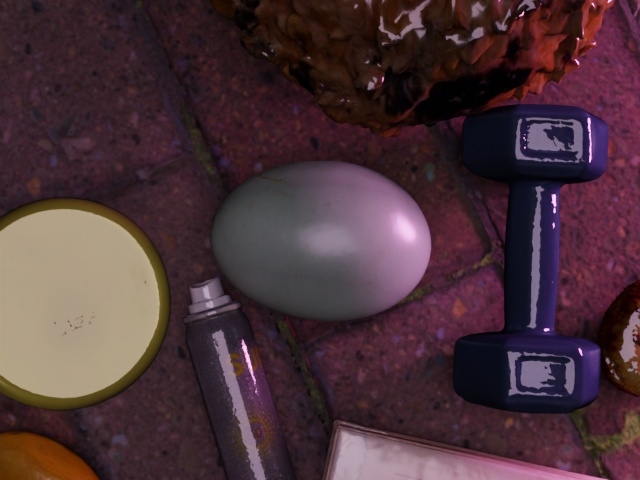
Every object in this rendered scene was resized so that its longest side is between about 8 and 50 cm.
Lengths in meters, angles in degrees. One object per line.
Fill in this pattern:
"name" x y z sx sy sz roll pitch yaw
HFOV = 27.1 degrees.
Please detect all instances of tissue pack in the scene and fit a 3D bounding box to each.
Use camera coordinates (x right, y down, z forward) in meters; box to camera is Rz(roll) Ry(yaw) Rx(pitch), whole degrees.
"tissue pack" 0.156 0.312 1.433 0.325 0.071 0.170 13 90 -3

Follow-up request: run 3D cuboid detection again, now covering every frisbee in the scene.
"frisbee" -0.282 0.069 1.445 0.236 0.017 0.236 0 89 -3

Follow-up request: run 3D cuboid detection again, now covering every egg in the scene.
"egg" 0.000 0.000 1.383 0.231 0.168 0.168 4 89 0

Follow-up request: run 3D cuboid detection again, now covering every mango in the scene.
"mango" -0.283 0.274 1.414 0.098 0.075 0.190 -44 84 -8

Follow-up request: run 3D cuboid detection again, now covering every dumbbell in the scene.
"dumbbell" 0.224 0.018 1.406 0.144 0.160 0.324 4 88 -34

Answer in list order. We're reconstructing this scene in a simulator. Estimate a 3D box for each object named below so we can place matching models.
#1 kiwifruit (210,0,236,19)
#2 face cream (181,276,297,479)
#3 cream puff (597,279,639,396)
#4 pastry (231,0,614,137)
"kiwifruit" -0.085 -0.297 1.434 0.075 0.075 0.124 2 85 -3
"face cream" -0.086 0.180 1.423 0.073 0.073 0.283 -17 89 -3
"cream puff" 0.371 0.110 1.441 0.149 0.084 0.149 0 93 -3
"pastry" 0.125 -0.282 1.333 0.337 0.292 0.405 38 85 10
